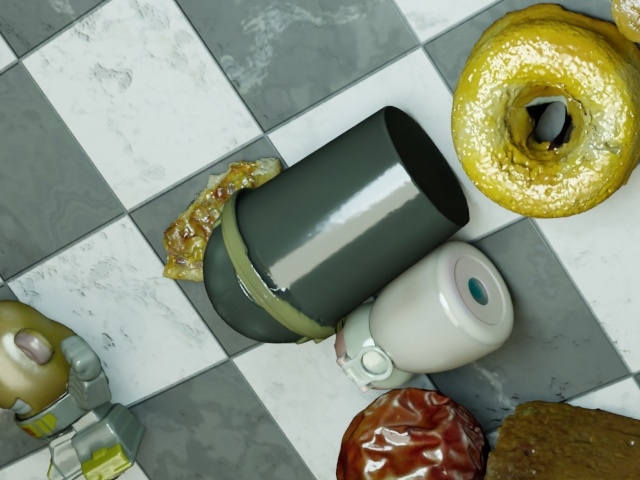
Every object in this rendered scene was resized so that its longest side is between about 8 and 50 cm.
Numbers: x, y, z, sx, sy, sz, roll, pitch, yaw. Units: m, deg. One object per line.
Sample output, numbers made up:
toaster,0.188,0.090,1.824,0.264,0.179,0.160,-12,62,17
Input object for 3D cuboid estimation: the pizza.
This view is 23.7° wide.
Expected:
pizza,-0.130,-0.018,2.005,0.246,0.058,0.127,-31,101,29

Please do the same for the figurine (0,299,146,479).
figurine,-0.389,0.207,2.156,0.342,0.167,0.285,-23,109,33

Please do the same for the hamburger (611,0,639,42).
hamburger,0.367,-0.259,1.697,0.083,0.044,0.076,-24,105,32

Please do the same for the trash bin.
trash bin,0.000,0.000,1.857,0.334,0.214,0.214,-32,101,21

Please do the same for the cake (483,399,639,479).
cake,0.321,0.374,1.960,0.199,0.196,0.293,7,123,19

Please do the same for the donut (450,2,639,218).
donut,0.263,-0.144,1.764,0.253,0.118,0.253,3,102,16

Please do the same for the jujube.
jujube,0.132,0.351,2.010,0.216,0.216,0.342,2,132,20

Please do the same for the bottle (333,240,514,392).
bottle,0.114,0.111,1.930,0.236,0.147,0.147,-32,101,36
